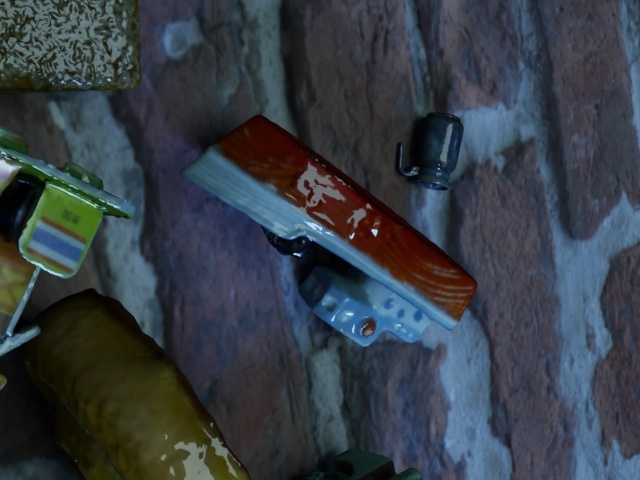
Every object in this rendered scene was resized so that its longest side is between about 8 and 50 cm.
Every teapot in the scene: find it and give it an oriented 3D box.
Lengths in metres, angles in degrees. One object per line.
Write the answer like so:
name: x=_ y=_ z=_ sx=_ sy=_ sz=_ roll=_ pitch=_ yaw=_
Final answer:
teapot: x=0.124 y=-0.101 z=1.369 sx=0.063 sy=0.049 sz=0.083 roll=17 pitch=81 yaw=-39

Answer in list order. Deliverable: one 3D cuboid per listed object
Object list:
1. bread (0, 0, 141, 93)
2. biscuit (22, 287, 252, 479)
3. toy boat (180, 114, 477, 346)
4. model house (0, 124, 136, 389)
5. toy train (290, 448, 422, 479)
bread: x=-0.247 y=-0.236 z=1.012 sx=0.184 sy=0.110 sz=0.234 roll=-7 pitch=101 yaw=-31
biscuit: x=-0.144 y=0.176 z=0.997 sx=0.102 sy=0.296 sz=0.296 roll=-35 pitch=113 yaw=-21
toy boat: x=0.000 y=0.000 z=1.220 sx=0.332 sy=0.145 sz=0.133 roll=36 pitch=97 yaw=-34
model house: x=-0.366 y=0.025 z=0.845 sx=0.357 sy=0.242 sz=0.313 roll=31 pitch=74 yaw=-38
toy train: x=-0.030 y=0.317 z=1.185 sx=0.326 sy=0.159 sz=0.129 roll=-20 pitch=102 yaw=-37
